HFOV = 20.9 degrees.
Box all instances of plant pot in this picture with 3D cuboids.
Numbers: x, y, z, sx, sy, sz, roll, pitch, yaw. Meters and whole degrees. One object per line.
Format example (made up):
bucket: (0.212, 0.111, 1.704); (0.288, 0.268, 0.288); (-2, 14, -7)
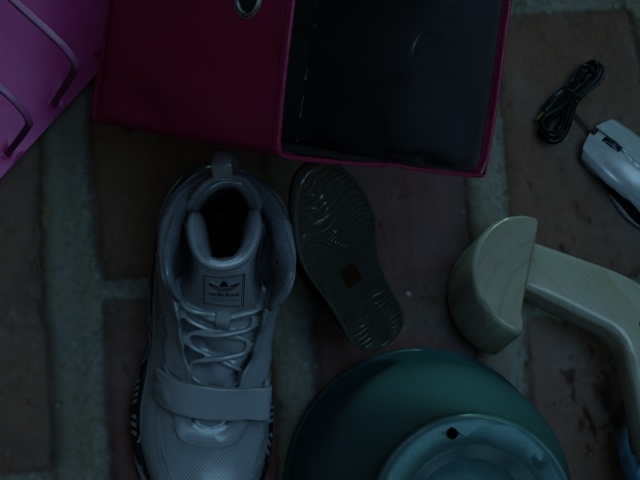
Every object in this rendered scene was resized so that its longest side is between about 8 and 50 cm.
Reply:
plant pot: (0.116, 0.239, 1.598); (0.271, 0.255, 0.272); (0, 89, -8)

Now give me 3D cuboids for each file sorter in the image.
file sorter: (-0.298, -0.201, 1.585); (0.202, 0.182, 0.291); (42, 71, -9)

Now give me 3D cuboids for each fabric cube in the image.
fabric cube: (-0.013, -0.201, 1.512); (0.259, 0.258, 0.254); (3, 97, -44)

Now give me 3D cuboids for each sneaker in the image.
sneaker: (0.000, 0.000, 1.650); (0.083, 0.118, 0.222); (-30, 128, -14)
sneaker: (-0.101, 0.094, 1.588); (0.137, 0.210, 0.366); (3, 80, -6)

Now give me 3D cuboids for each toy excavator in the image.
toy excavator: (0.374, 0.181, 1.778); (0.433, 0.222, 0.445); (-7, 71, -19)

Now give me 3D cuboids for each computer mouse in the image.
computer mouse: (0.320, -0.094, 1.861); (0.193, 0.042, 0.106); (46, 70, -8)
